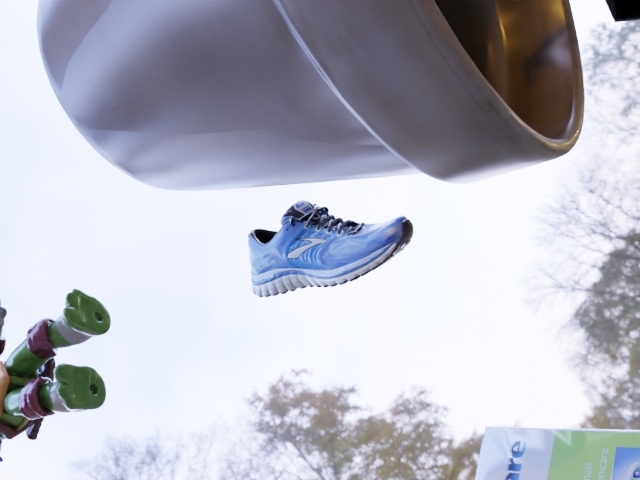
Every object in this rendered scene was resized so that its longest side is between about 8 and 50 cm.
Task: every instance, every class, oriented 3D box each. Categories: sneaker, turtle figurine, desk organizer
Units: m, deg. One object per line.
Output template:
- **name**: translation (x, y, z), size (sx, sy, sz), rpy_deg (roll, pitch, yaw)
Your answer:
- **sneaker**: translation (0.000, 0.000, 1.239), size (0.129, 0.329, 0.147), rpy_deg (-28, -77, -59)
- **turtle figurine**: translation (-0.384, 0.143, 0.804), size (0.275, 0.266, 0.198), rpy_deg (60, -158, -19)
- **desk organizer**: translation (0.349, -0.299, 0.825), size (0.050, 0.047, 0.130), rpy_deg (-44, -46, 9)

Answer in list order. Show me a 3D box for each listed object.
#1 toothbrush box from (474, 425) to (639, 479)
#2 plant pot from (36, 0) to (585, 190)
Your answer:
- **toothbrush box**: translation (0.262, 0.214, 0.452), size (0.206, 0.283, 0.122), rpy_deg (39, -125, -29)
- **plant pot**: translation (-0.022, -0.164, 0.477), size (0.323, 0.280, 0.323), rpy_deg (28, -126, -46)
